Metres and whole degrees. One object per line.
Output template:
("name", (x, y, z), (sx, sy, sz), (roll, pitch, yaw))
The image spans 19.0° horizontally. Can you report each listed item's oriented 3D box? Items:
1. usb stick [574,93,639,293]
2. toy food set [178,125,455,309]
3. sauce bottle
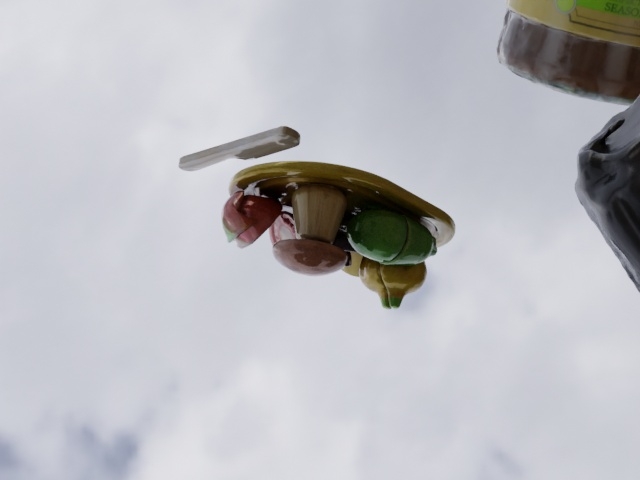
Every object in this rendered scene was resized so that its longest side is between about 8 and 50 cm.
("usb stick", (0.174, 0.070, 0.626), (0.077, 0.045, 0.278), (-43, -75, -38))
("toy food set", (0.000, 0.000, 1.315), (0.218, 0.128, 0.071), (26, -116, -44))
("sauce bottle", (0.177, -0.244, 0.988), (0.111, 0.111, 0.344), (-7, -65, -42))
